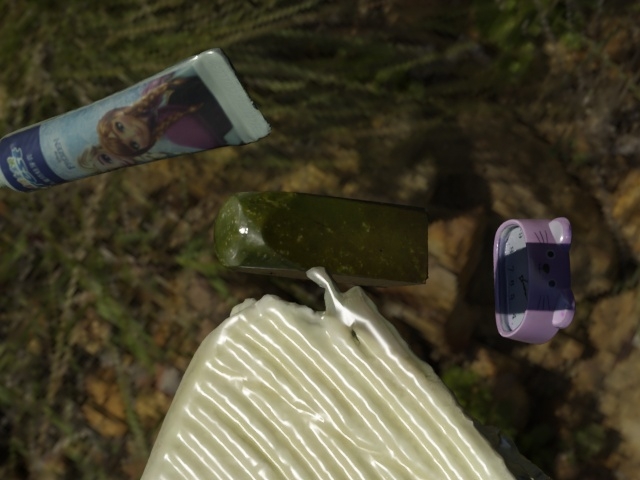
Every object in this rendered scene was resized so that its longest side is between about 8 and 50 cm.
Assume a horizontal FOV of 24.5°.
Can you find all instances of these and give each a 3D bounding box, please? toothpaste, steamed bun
[{"bbox_3d":[-0.126,-0.060,0.848,0.216,0.037,0.062,-12,128,34],"label":"toothpaste"},{"bbox_3d":[0.022,0.205,1.106,0.290,0.273,0.272,36,177,25],"label":"steamed bun"}]

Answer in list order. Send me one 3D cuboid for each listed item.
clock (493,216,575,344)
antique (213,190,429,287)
[{"bbox_3d":[0.253,0.043,1.755,0.050,0.153,0.110,6,164,-21],"label":"clock"},{"bbox_3d":[0.000,0.000,1.501,0.220,0.081,0.080,6,170,-32],"label":"antique"}]
